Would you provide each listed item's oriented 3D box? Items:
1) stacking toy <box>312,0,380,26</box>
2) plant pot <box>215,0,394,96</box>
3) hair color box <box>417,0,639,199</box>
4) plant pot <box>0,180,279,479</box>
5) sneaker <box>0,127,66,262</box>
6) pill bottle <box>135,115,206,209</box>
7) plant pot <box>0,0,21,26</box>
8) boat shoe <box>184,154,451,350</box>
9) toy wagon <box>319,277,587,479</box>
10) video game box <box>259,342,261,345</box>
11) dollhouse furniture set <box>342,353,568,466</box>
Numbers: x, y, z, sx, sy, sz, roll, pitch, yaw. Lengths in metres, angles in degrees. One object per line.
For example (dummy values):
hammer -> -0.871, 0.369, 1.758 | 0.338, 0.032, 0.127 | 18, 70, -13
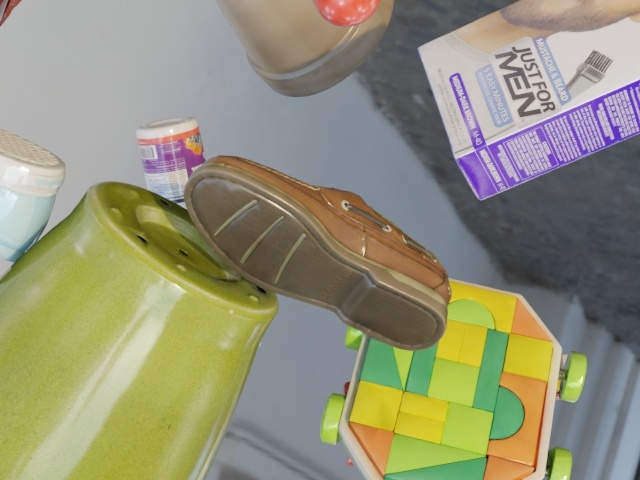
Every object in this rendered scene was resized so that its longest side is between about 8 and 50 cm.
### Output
stacking toy -> -0.038, -0.412, 1.362 | 0.330, 0.141, 0.141 | 58, 164, 7
plant pot -> -0.066, -0.480, 2.016 | 0.323, 0.323, 0.280 | 6, 159, 40
hair color box -> 0.300, -0.204, 1.235 | 0.338, 0.185, 0.110 | -23, 144, 13
plant pot -> -0.236, 0.138, 1.157 | 0.366, 0.353, 0.366 | 33, -168, -8
sneaker -> -0.463, -0.085, 1.247 | 0.366, 0.150, 0.135 | 27, -167, 29
pill bottle -> -0.245, -0.108, 1.826 | 0.108, 0.194, 0.108 | -9, -164, 3
plant pot -> -0.348, -0.186, 0.773 | 0.272, 0.265, 0.272 | -2, 135, -2
boat shoe -> 0.000, 0.000, 1.099 | 0.307, 0.104, 0.110 | 35, 130, -18
toy wagon -> 0.137, 0.201, 1.147 | 0.267, 0.344, 0.068 | 12, 148, 8
video game box -> -0.229, 0.128, 1.836 | 0.205, 0.048, 0.187 | 4, -145, -41
dollhouse furniture set -> 0.241, 0.302, 1.886 | 0.374, 0.152, 0.201 | -3, 166, -13
